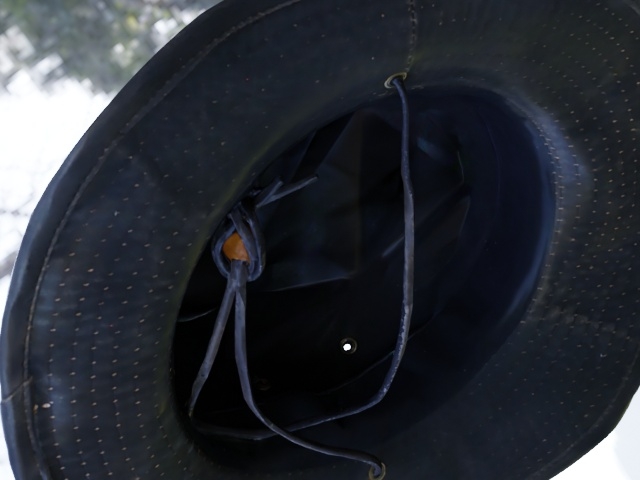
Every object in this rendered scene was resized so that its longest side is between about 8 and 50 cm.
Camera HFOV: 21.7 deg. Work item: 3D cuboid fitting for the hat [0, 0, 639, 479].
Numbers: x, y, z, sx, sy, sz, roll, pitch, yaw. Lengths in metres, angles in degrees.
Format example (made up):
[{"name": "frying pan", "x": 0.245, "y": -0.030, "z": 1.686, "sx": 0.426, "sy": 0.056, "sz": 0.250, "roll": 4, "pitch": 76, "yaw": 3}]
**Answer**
[{"name": "hat", "x": 0.000, "y": 0.000, "z": 0.715, "sx": 0.331, "sy": 0.331, "sz": 0.134, "roll": 44, "pitch": 177, "yaw": -41}]
